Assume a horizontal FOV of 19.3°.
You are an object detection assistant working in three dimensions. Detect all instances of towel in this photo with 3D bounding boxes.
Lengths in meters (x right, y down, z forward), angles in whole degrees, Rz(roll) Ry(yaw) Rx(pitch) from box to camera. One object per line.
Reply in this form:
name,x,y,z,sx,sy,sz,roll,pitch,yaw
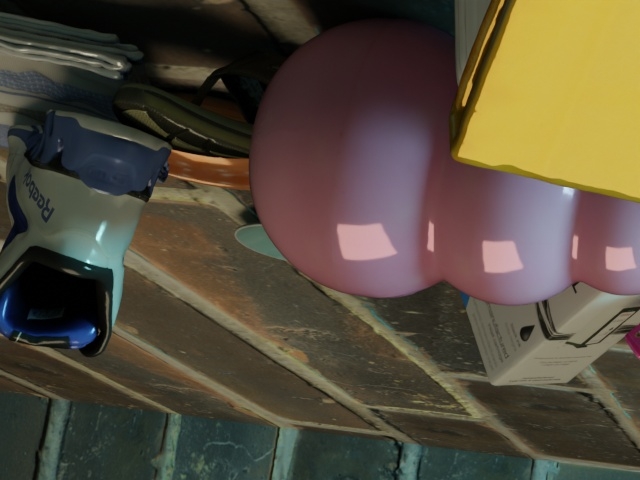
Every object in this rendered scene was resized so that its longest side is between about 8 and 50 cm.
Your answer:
towel,-0.236,-0.120,1.573,0.209,0.034,0.285,12,164,5

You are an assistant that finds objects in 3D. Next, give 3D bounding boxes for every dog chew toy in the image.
dog chew toy,0.121,-0.044,1.346,0.332,0.206,0.206,12,168,17

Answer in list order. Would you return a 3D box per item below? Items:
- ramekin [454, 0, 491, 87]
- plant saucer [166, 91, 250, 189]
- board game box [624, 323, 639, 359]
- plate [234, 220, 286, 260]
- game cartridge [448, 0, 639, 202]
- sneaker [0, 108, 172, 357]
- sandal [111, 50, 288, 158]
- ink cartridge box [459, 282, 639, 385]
ramekin,0.205,-0.126,1.151,0.273,0.127,0.273,10,167,2
plant saucer,-0.102,-0.092,1.712,0.200,0.037,0.200,9,166,2
board game box,0.415,0.253,1.460,0.050,0.390,0.390,-39,144,11
plate,0.000,0.000,2.049,0.188,0.024,0.188,9,168,2
game cartridge,0.259,-0.125,0.971,0.324,0.052,0.285,12,131,-9
sneaker,-0.222,0.001,1.564,0.127,0.182,0.315,20,171,-12
sandal,-0.032,-0.107,1.514,0.303,0.086,0.120,2,-178,-35
ink cartridge box,0.199,0.007,1.500,0.086,0.148,0.203,0,150,-30
